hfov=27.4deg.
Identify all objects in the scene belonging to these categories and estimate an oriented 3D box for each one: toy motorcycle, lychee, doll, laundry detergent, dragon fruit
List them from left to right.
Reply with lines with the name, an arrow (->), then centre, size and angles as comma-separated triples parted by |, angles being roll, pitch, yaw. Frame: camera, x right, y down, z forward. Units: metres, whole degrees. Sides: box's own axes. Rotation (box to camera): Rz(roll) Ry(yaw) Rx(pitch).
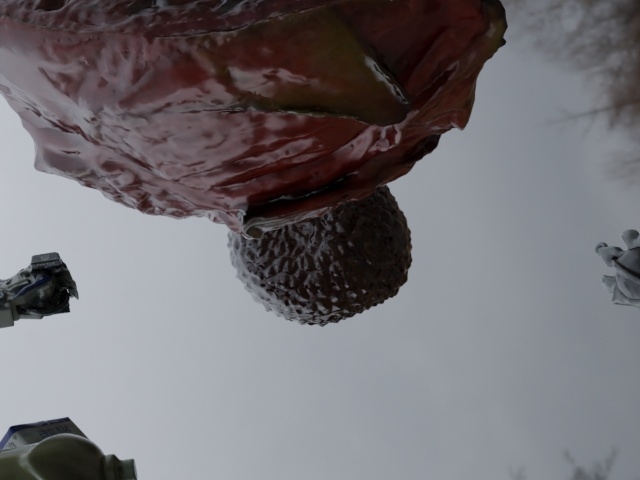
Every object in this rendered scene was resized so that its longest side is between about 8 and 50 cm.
toy motorcycle -> -0.436, 0.066, 1.744 | 0.150, 0.221, 0.102 | -113, 18, -56
laundry detergent -> -0.324, 0.268, 1.408 | 0.181, 0.253, 0.091 | 84, 176, -60
dragon fruit -> -0.016, -0.114, 0.839 | 0.330, 0.302, 0.240 | 55, -132, -62
lychee -> 0.000, 0.000, 1.871 | 0.260, 0.261, 0.260 | -13, -90, -69
doll -> 0.377, 0.046, 1.484 | 0.070, 0.195, 0.096 | 8, -71, -37

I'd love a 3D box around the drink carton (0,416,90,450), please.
drink carton -> -0.286, 0.367, 1.672 | 0.315, 0.106, 0.130 | 41, -163, 21
